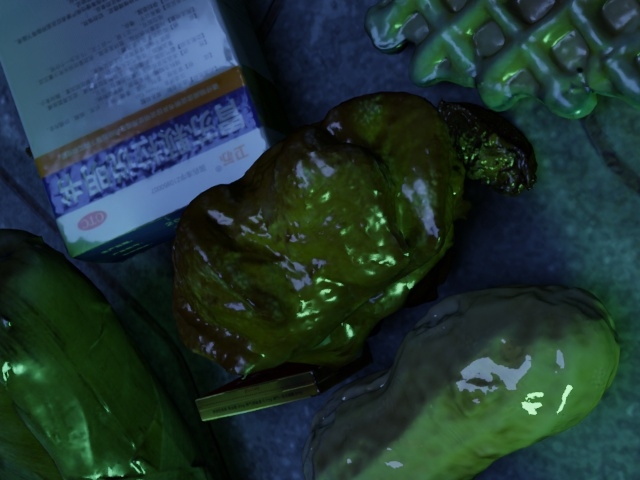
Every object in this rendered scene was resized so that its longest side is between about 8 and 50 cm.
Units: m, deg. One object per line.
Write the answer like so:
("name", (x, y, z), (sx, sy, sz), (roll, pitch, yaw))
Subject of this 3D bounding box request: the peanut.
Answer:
("peanut", (0.094, 0.125, 0.832), (0.290, 0.130, 0.130), (-42, 72, 31))

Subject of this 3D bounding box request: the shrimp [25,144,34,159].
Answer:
("shrimp", (-0.240, -0.051, 1.097), (0.184, 0.043, 0.091), (39, 119, 24))

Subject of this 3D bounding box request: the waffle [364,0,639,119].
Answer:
("waffle", (0.161, -0.237, 0.786), (0.309, 0.056, 0.291), (11, 102, 34))

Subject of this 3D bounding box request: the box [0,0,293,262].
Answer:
("box", (-0.160, -0.155, 0.954), (0.200, 0.106, 0.299), (-23, 83, 13))

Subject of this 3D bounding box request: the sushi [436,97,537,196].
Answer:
("sushi", (0.116, -0.073, 0.835), (0.118, 0.060, 0.061), (19, 111, 33))

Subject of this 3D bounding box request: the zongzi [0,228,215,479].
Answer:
("zongzi", (-0.175, 0.187, 0.941), (0.393, 0.174, 0.356), (38, 153, 22))

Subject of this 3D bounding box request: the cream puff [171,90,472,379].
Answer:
("cream puff", (0.000, 0.000, 0.814), (0.241, 0.269, 0.155), (-33, 71, 4))

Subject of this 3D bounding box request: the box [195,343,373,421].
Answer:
("box", (-0.031, 0.121, 0.941), (0.133, 0.090, 0.023), (-18, 90, 35))
